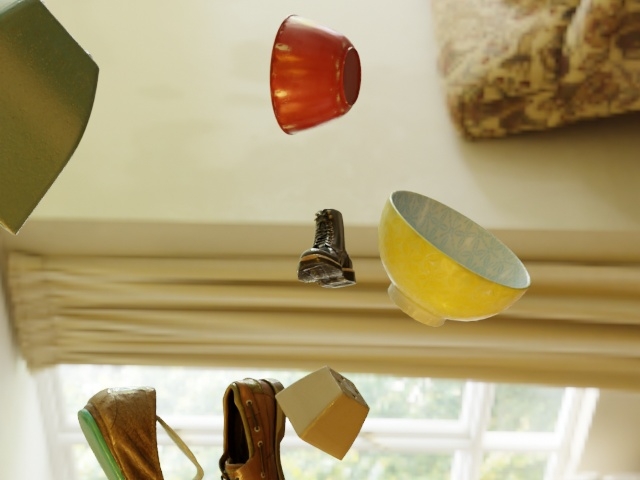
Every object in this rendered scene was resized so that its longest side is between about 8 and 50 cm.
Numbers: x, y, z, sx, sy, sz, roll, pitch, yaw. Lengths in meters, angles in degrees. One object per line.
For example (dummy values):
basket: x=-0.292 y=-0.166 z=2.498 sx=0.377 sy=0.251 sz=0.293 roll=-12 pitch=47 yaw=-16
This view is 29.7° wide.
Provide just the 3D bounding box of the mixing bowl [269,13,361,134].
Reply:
mixing bowl: x=0.002 y=-0.246 z=1.802 sx=0.181 sy=0.098 sz=0.181 roll=5 pitch=-90 yaw=-69

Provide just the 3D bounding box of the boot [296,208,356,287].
boot: x=0.000 y=0.000 z=2.024 sx=0.198 sy=0.077 sz=0.137 roll=38 pitch=-137 yaw=-73

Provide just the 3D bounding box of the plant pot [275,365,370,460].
plant pot: x=0.012 y=0.266 z=1.917 sx=0.096 sy=0.109 sz=0.109 roll=-47 pitch=40 yaw=10

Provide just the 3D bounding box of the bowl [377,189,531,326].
bowl: x=0.206 y=0.055 z=2.108 sx=0.156 sy=0.289 sz=0.289 roll=-58 pitch=13 yaw=20

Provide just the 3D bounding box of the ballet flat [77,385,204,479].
ballet flat: x=-0.199 y=0.338 z=1.536 sx=0.116 sy=0.124 sz=0.342 roll=-2 pitch=108 yaw=63

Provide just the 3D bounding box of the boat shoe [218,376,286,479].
boat shoe: x=-0.125 y=0.385 z=2.035 sx=0.111 sy=0.104 sz=0.307 roll=-9 pitch=81 yaw=45

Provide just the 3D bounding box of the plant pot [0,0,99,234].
plant pot: x=-0.446 y=-0.203 z=1.609 sx=0.248 sy=0.252 sz=0.247 roll=28 pitch=162 yaw=49
